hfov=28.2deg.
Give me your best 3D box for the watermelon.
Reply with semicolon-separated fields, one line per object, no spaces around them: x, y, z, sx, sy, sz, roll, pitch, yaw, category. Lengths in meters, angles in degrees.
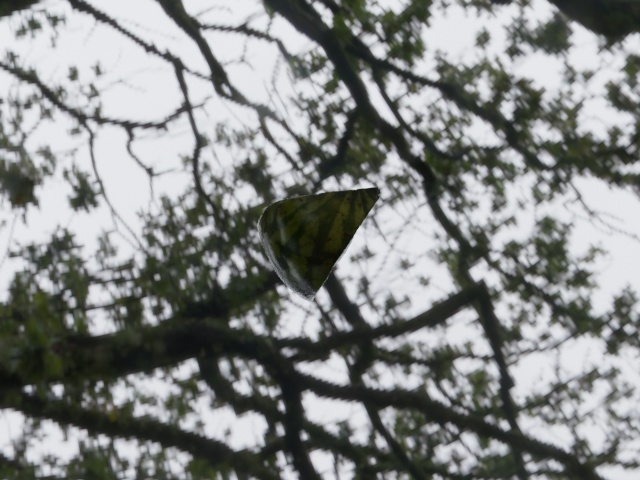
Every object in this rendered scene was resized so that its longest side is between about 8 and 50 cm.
-0.005;0.013;1.024;0.087;0.069;0.163;-3;-17;-8;watermelon
